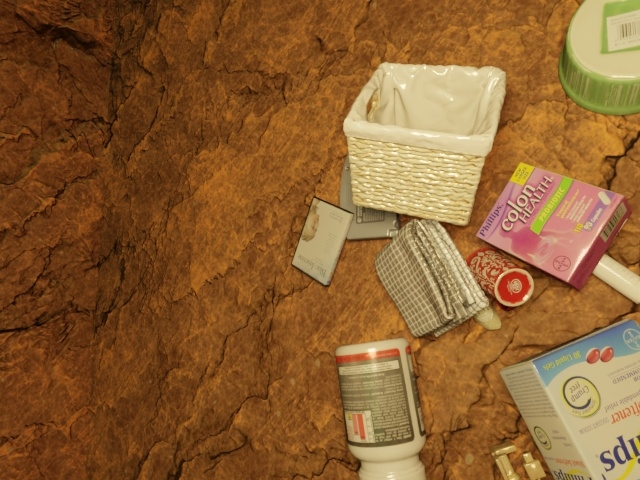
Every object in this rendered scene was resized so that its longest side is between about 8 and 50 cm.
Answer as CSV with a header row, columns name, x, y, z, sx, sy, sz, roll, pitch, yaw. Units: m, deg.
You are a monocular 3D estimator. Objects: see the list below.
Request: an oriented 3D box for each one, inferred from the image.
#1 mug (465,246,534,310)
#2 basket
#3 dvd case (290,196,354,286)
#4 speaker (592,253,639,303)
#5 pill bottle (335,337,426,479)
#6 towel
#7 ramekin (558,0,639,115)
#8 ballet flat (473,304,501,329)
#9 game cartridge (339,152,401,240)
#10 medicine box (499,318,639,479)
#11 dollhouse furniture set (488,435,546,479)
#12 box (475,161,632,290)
name,x,y,z,sx,sy,sz,roll,pitch,yaw
mug,0.451,0.100,1.011,0.150,0.169,0.113,38,98,-7
basket,0.266,-0.254,1.044,0.331,0.267,0.328,12,49,19
dvd case,0.000,0.000,1.352,0.180,0.022,0.253,28,104,40
speaker,0.687,0.083,0.950,0.136,0.055,0.055,43,103,28
pill bottle,0.164,0.456,1.100,0.210,0.210,0.363,-15,74,27
towel,0.271,0.108,1.093,0.284,0.121,0.235,65,153,20
ramekin,0.733,-0.468,0.966,0.303,0.148,0.304,-6,79,29
ballet flat,0.412,0.169,1.097,0.057,0.052,0.168,-43,64,17
game cartridge,0.156,-0.148,1.305,0.195,0.060,0.295,-3,80,26
medicine box,0.577,0.350,0.844,0.263,0.149,0.290,-18,68,-11
dollhouse furniture set,0.497,0.534,0.947,0.151,0.144,0.123,-25,74,9
box,0.548,-0.038,0.985,0.243,0.117,0.214,38,102,45
